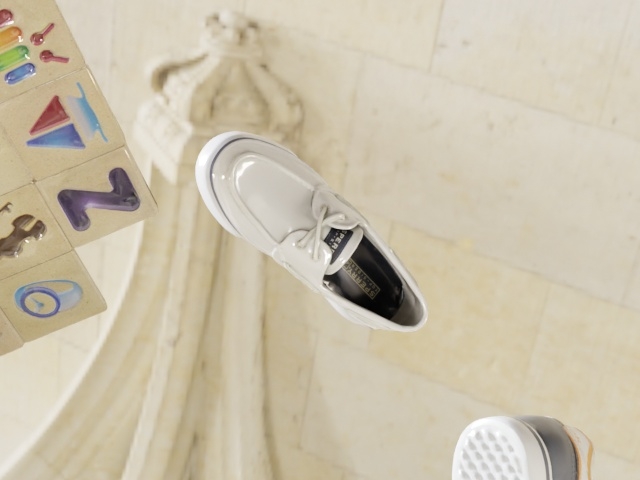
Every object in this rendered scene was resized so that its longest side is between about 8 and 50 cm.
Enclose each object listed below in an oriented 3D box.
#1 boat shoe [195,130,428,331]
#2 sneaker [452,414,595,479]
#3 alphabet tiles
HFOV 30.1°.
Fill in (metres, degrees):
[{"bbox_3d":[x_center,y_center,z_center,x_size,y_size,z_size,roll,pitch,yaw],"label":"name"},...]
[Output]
[{"bbox_3d":[0.000,0.000,1.090,0.096,0.267,0.088,-50,-151,-13],"label":"boat shoe"},{"bbox_3d":[0.173,0.305,0.998,0.127,0.321,0.126,3,-172,-41],"label":"sneaker"},{"bbox_3d":[-0.276,-0.011,0.655,0.342,0.285,0.011,-23,-137,-1],"label":"alphabet tiles"}]
